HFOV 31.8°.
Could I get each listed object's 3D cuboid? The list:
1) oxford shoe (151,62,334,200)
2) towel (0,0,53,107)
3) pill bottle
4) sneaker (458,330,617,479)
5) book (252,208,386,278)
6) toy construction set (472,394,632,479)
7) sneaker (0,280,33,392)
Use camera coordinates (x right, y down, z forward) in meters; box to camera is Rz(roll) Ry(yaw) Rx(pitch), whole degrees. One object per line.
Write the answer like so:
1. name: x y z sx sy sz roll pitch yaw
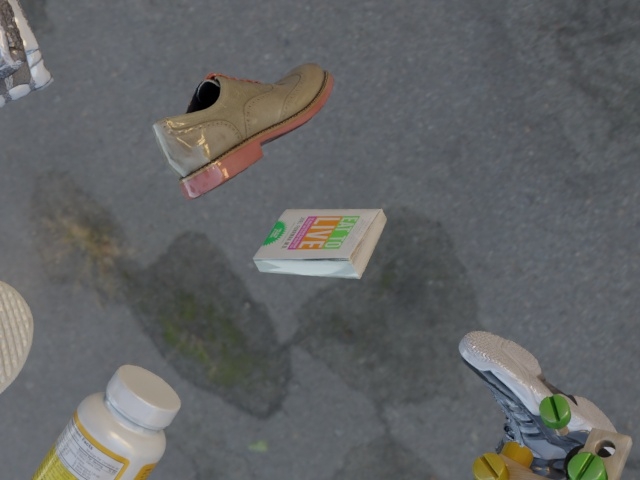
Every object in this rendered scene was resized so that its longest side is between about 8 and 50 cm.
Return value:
1. oxford shoe: -0.098 -0.190 1.563 0.123 0.348 0.130 -24 104 40
2. towel: -0.309 -0.172 0.622 0.284 0.235 0.121 68 167 -8
3. pill bottle: -0.258 0.256 1.336 0.117 0.117 0.208 38 102 19
4. sneaker: 0.263 0.244 1.510 0.268 0.101 0.153 36 112 -12
5. book: 0.000 0.000 1.377 0.144 0.096 0.035 0 134 34
6. toy construction set: 0.208 0.298 1.141 0.257 0.309 0.237 43 166 38
7. sneaker: -0.380 0.143 0.976 0.161 0.282 0.102 -22 111 41
